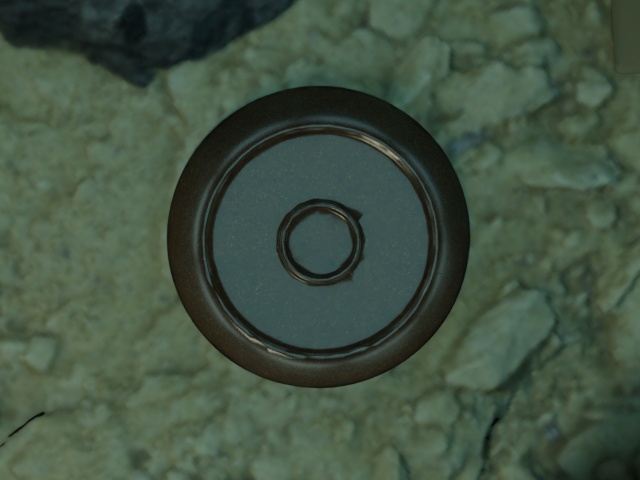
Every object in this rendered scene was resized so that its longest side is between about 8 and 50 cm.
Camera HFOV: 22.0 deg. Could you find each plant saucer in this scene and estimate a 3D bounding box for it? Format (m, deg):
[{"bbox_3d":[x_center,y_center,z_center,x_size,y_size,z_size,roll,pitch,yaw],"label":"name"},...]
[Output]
[{"bbox_3d":[0.000,0.000,0.900,0.169,0.029,0.168,0,95,-3],"label":"plant saucer"}]

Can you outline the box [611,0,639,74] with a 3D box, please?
[{"bbox_3d":[0.235,-0.148,0.793,0.149,0.232,0.126,-4,95,-2],"label":"box"}]
